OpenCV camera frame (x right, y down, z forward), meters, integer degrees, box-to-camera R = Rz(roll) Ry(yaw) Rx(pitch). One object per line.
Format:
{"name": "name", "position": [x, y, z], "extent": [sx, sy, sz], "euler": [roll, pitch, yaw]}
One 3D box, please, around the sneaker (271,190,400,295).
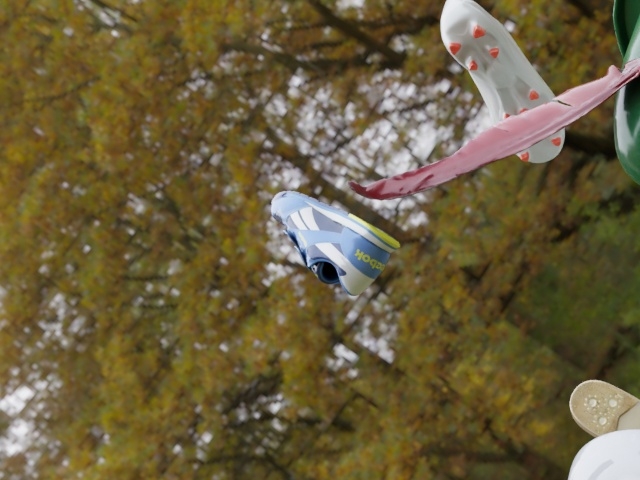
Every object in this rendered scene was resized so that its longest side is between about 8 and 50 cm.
{"name": "sneaker", "position": [0.000, 0.000, 0.948], "extent": [0.053, 0.144, 0.059], "euler": [25, -89, -39]}

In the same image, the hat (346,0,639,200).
{"name": "hat", "position": [0.170, -0.046, 0.566], "extent": [0.183, 0.173, 0.208], "euler": [-43, 4, -29]}

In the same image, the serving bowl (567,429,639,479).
{"name": "serving bowl", "position": [0.135, 0.115, 0.464], "extent": [0.027, 0.083, 0.083], "euler": [-51, -18, -42]}

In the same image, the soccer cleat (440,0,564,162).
{"name": "soccer cleat", "position": [0.179, -0.157, 1.126], "extent": [0.068, 0.196, 0.076], "euler": [-27, 35, 22]}

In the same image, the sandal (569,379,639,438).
{"name": "sandal", "position": [0.382, 0.213, 1.260], "extent": [0.088, 0.240, 0.079], "euler": [-63, -22, -12]}
